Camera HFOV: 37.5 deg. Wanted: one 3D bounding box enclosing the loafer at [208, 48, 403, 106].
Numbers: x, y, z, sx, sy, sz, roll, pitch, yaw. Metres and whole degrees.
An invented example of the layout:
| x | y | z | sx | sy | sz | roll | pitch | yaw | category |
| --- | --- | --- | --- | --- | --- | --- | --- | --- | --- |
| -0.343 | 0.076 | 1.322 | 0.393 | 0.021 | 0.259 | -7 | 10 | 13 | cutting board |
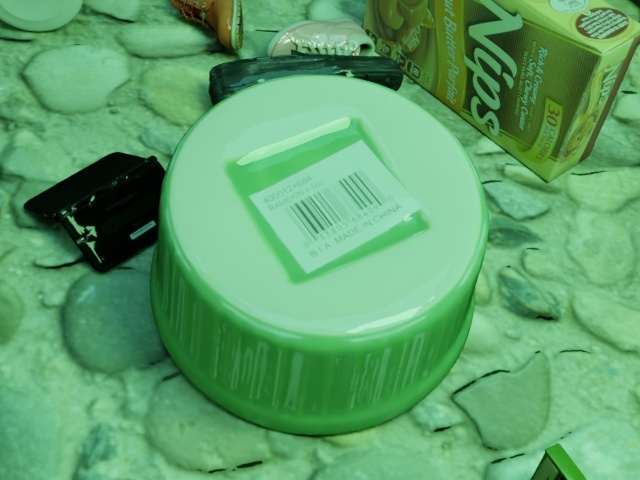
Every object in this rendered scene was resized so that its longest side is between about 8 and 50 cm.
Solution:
| x | y | z | sx | sy | sz | roll | pitch | yaw | category |
| --- | --- | --- | --- | --- | --- | --- | --- | --- | --- |
| -0.016 | -0.185 | 1.068 | 0.223 | 0.076 | 0.078 | -9 | 58 | -12 | loafer |

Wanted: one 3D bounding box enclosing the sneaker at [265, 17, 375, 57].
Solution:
| x | y | z | sx | sy | sz | roll | pitch | yaw | category |
| --- | --- | --- | --- | --- | --- | --- | --- | --- | --- |
| 0.006 | -0.228 | 1.127 | 0.134 | 0.051 | 0.070 | -19 | 49 | -29 | sneaker |

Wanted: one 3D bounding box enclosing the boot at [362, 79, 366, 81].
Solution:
| x | y | z | sx | sy | sz | roll | pitch | yaw | category |
| --- | --- | --- | --- | --- | --- | --- | --- | --- | --- |
| 0.018 | -0.108 | 1.031 | 0.114 | 0.037 | 0.106 | -26 | 89 | -9 | boot |

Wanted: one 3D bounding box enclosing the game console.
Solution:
| x | y | z | sx | sy | sz | roll | pitch | yaw | category |
| --- | --- | --- | --- | --- | --- | --- | --- | --- | --- |
| -0.211 | -0.032 | 0.942 | 0.122 | 0.071 | 0.107 | -38 | 93 | -33 | game console |

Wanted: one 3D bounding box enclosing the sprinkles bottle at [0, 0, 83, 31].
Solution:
| x | y | z | sx | sy | sz | roll | pitch | yaw | category |
| --- | --- | --- | --- | --- | --- | --- | --- | --- | --- |
| -0.344 | -0.415 | 1.189 | 0.121 | 0.121 | 0.356 | 1 | 48 | -8 | sprinkles bottle |

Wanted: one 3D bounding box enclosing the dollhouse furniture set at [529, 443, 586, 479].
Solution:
| x | y | z | sx | sy | sz | roll | pitch | yaw | category |
| --- | --- | --- | --- | --- | --- | --- | --- | --- | --- |
| 0.136 | 0.219 | 0.744 | 0.151 | 0.059 | 0.076 | -17 | 53 | -23 | dollhouse furniture set |

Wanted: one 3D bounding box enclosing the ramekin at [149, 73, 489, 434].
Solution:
| x | y | z | sx | sy | sz | roll | pitch | yaw | category |
| --- | --- | --- | --- | --- | --- | --- | --- | --- | --- |
| 0.000 | 0.000 | 0.821 | 0.303 | 0.148 | 0.304 | 3 | 59 | -4 | ramekin |

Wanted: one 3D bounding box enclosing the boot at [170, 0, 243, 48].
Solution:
| x | y | z | sx | sy | sz | roll | pitch | yaw | category |
| --- | --- | --- | --- | --- | --- | --- | --- | --- | --- |
| -0.138 | -0.280 | 1.150 | 0.084 | 0.059 | 0.158 | -8 | 42 | -12 | boot |

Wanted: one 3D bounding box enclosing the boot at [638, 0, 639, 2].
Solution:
| x | y | z | sx | sy | sz | roll | pitch | yaw | category |
| --- | --- | --- | --- | --- | --- | --- | --- | --- | --- |
| 0.462 | -0.332 | 1.278 | 0.219 | 0.082 | 0.106 | 32 | 48 | 16 | boot |

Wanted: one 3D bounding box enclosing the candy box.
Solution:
| x | y | z | sx | sy | sz | roll | pitch | yaw | category |
| --- | --- | --- | --- | --- | --- | --- | --- | --- | --- |
| 0.192 | -0.236 | 1.076 | 0.087 | 0.183 | 0.316 | -30 | 59 | -30 | candy box |
